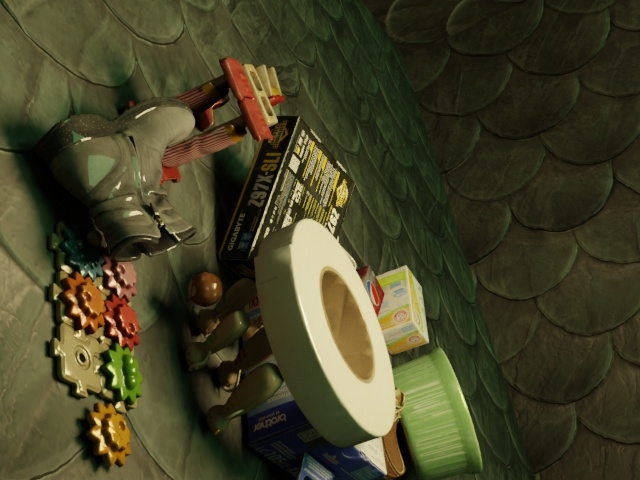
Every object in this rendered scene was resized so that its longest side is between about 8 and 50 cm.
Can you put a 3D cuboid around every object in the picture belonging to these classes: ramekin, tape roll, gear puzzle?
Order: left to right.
[{"bbox_3d":[-0.288,0.135,1.240,0.175,0.044,0.339,42,31,-53],"label":"gear puzzle"},{"bbox_3d":[0.016,0.151,1.556,0.392,0.072,0.392,57,21,-35],"label":"tape roll"},{"bbox_3d":[0.256,0.415,2.169,0.303,0.148,0.303,163,-90,-89],"label":"ramekin"}]

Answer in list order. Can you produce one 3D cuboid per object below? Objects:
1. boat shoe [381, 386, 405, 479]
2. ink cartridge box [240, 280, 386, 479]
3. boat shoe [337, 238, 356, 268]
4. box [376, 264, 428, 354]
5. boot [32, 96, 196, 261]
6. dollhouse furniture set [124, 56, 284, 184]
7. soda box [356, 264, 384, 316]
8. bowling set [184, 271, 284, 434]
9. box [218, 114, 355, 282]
[{"bbox_3d":[0.120,0.357,2.017,0.324,0.120,0.122,68,18,0],"label":"boat shoe"},{"bbox_3d":[-0.012,0.280,1.676,0.270,0.151,0.395,49,23,-45],"label":"ink cartridge box"},{"bbox_3d":[0.000,0.000,2.140,0.258,0.084,0.095,47,28,-48],"label":"boat shoe"},{"bbox_3d":[0.210,0.186,2.475,0.103,0.114,0.203,52,25,-39],"label":"box"},{"bbox_3d":[-0.257,-0.085,1.388,0.222,0.118,0.338,53,33,3],"label":"boot"},{"bbox_3d":[-0.185,-0.220,1.714,0.374,0.201,0.152,-38,105,-78],"label":"dollhouse furniture set"},{"bbox_3d":[0.082,0.157,2.196,0.092,0.083,0.263,63,20,-13],"label":"soda box"},{"bbox_3d":[-0.159,0.144,1.495,0.200,0.154,0.287,44,24,-14],"label":"bowling set"},{"bbox_3d":[-0.058,-0.047,1.838,0.257,0.079,0.322,47,55,-51],"label":"box"}]
